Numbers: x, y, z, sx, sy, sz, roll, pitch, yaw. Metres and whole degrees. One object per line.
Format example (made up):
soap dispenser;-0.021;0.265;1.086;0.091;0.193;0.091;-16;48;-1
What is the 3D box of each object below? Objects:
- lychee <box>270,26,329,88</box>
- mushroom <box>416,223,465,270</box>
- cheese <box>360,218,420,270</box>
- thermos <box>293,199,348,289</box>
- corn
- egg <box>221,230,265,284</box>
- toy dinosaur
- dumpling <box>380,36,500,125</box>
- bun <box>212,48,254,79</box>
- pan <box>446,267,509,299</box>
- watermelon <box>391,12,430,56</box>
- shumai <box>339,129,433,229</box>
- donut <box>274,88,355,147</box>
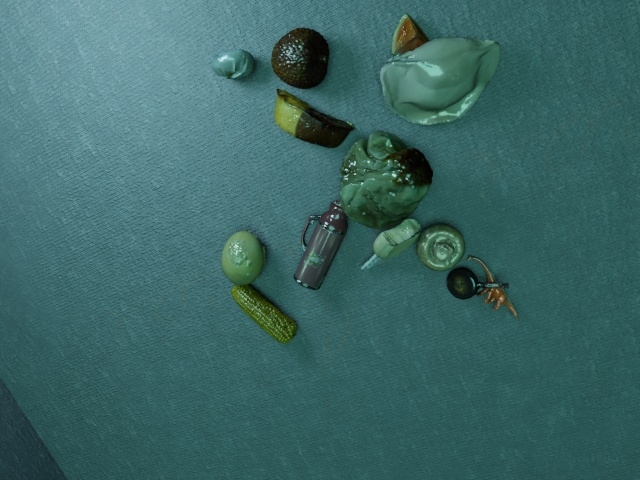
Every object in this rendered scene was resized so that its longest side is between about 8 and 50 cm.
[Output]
lychee;-0.061;-0.573;1.481;0.194;0.194;0.195;2;106;8
mushroom;0.410;0.024;1.605;0.166;0.127;0.167;2;100;12
cheese;0.245;0.024;1.646;0.071;0.163;0.249;58;149;21
thermos;0.007;0.002;1.675;0.136;0.109;0.331;41;114;40
corn;-0.220;0.277;1.785;0.313;0.102;0.102;39;108;-3
egg;-0.284;0.064;1.704;0.164;0.164;0.202;9;104;6
toy dinosaur;0.603;0.175;1.660;0.279;0.055;0.101;44;98;-4
dumpling;0.375;-0.489;1.454;0.340;0.181;0.260;-26;134;-18
bun;-0.283;-0.568;1.532;0.140;0.141;0.083;-7;99;10
pan;0.543;0.156;1.630;0.211;0.040;0.115;2;102;29
watermelon;0.295;-0.626;1.454;0.135;0.094;0.126;18;99;-3
shumai;0.212;-0.185;1.475;0.304;0.263;0.309;-44;100;-4
donut;-0.041;-0.385;1.549;0.294;0.151;0.112;25;118;0
